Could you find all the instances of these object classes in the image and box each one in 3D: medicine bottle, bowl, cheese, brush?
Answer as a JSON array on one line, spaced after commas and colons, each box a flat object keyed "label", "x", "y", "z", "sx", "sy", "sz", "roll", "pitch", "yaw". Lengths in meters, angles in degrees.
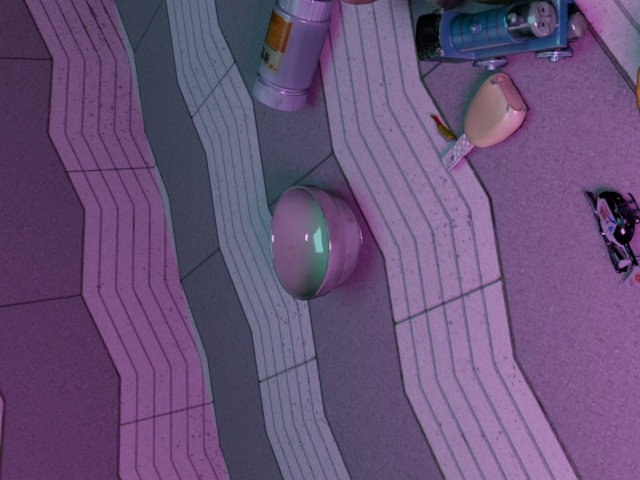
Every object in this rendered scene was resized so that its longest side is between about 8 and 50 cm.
[{"label": "medicine bottle", "x": -0.074, "y": -0.524, "z": 2.021, "sx": 0.158, "sy": 0.158, "sz": 0.318, "roll": 52, "pitch": 135, "yaw": 38}, {"label": "bowl", "x": 0.000, "y": 0.000, "z": 2.003, "sx": 0.307, "sy": 0.163, "sz": 0.307, "roll": 15, "pitch": 108, "yaw": 55}, {"label": "cheese", "x": 0.329, "y": -0.229, "z": 1.573, "sx": 0.251, "sy": 0.054, "sz": 0.127, "roll": -52, "pitch": 51, "yaw": 47}, {"label": "brush", "x": 0.270, "y": -0.252, "z": 1.685, "sx": 0.083, "sy": 0.019, "sz": 0.021, "roll": 57, "pitch": 148, "yaw": 31}]

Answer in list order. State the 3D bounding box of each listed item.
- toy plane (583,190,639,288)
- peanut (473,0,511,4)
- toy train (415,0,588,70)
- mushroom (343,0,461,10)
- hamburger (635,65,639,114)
[{"label": "toy plane", "x": 0.529, "y": -0.013, "z": 1.321, "sx": 0.078, "sy": 0.053, "sz": 0.197, "roll": -48, "pitch": 56, "yaw": 58}, {"label": "peanut", "x": 0.378, "y": -0.524, "z": 1.372, "sx": 0.325, "sy": 0.140, "sz": 0.153, "roll": -7, "pitch": 70, "yaw": 53}, {"label": "toy train", "x": 0.337, "y": -0.390, "z": 1.405, "sx": 0.298, "sy": 0.194, "sz": 0.120, "roll": 8, "pitch": 101, "yaw": 55}, {"label": "mushroom", "x": 0.159, "y": -0.615, "z": 1.591, "sx": 0.336, "sy": 0.314, "sz": 0.314, "roll": 41, "pitch": 132, "yaw": 18}, {"label": "hamburger", "x": 0.591, "y": -0.228, "z": 1.079, "sx": 0.246, "sy": 0.170, "sz": 0.246, "roll": 178, "pitch": 90, "yaw": -68}]
